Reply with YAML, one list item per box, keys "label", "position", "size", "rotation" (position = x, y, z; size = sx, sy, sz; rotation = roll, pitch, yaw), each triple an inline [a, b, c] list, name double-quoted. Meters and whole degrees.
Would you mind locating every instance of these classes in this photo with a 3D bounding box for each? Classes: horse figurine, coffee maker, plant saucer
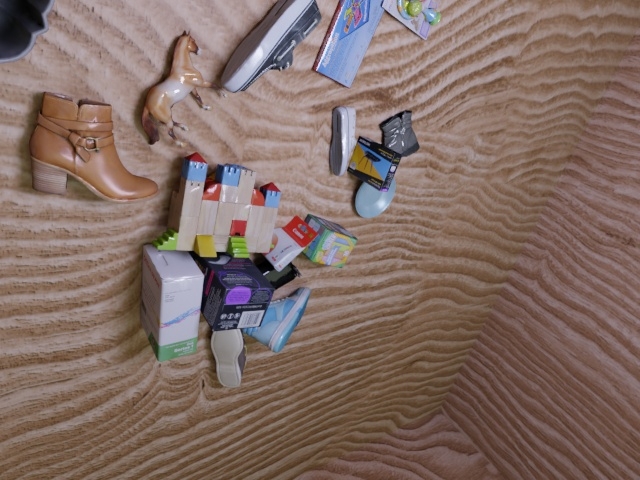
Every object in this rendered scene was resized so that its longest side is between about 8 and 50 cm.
- label: "horse figurine"
  position: [-0.347, -0.346, 1.008]
  size: [0.263, 0.066, 0.174]
  rotation: [-48, 142, -4]
- label: "coffee maker"
  position: [-0.181, 0.121, 1.394]
  size: [0.178, 0.171, 0.120]
  rotation: [-33, 96, -18]
- label: "plant saucer"
  position: [0.201, -0.180, 1.577]
  size: [0.195, 0.037, 0.194]
  rotation: [-20, 129, -27]

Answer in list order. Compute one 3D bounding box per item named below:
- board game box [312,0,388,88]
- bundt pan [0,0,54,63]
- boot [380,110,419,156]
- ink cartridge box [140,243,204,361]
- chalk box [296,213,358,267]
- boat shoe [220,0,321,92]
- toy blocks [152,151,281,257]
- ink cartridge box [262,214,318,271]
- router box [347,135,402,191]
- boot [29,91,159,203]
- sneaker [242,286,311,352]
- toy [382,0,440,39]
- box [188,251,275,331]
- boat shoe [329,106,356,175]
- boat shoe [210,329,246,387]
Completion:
- label: "board game box"
  position: [0.090, -0.604, 1.197]
  size: [0.145, 0.027, 0.281]
  rotation: [9, 113, -44]
- label: "bundt pan"
  position: [-0.621, -0.444, 0.647]
  size: [0.331, 0.124, 0.330]
  rotation: [-33, 148, -23]
- label: "boot"
  position: [0.240, -0.349, 1.475]
  size: [0.247, 0.083, 0.161]
  rotation: [-37, 125, -14]
- label: "ink cartridge box"
  position: [-0.437, 0.171, 1.200]
  size: [0.117, 0.201, 0.278]
  rotation: [-7, 122, -36]
- label: "chalk box"
  position: [0.000, 0.000, 1.477]
  size: [0.213, 0.132, 0.132]
  rotation: [16, 108, -42]
- label: "boat shoe"
  position: [-0.111, -0.489, 1.051]
  size: [0.335, 0.121, 0.119]
  rotation: [-49, 132, -2]
- label: "toy blocks"
  position: [-0.267, -0.105, 1.183]
  size: [0.382, 0.191, 0.260]
  rotation: [3, 106, -39]
- label: "ink cartridge box"
  position: [-0.116, -0.002, 1.373]
  size: [0.179, 0.145, 0.045]
  rotation: [-45, 138, -4]
- label: "router box"
  position: [0.179, -0.261, 1.399]
  size: [0.046, 0.179, 0.133]
  rotation: [-1, 119, -40]
- label: "boot"
  position: [-0.506, -0.210, 0.966]
  size: [0.284, 0.109, 0.220]
  rotation: [7, 111, -33]
- label: "sneaker"
  position: [-0.173, 0.248, 1.531]
  size: [0.319, 0.208, 0.127]
  rotation: [-53, 162, -54]
- label: "toy"
  position: [0.294, -0.718, 1.241]
  size: [0.237, 0.056, 0.136]
  rotation: [5, 107, -48]
- label: "box"
  position: [-0.284, 0.130, 1.241]
  size: [0.165, 0.270, 0.143]
  rotation: [6, 115, -40]
- label: "boat shoe"
  position: [0.084, -0.321, 1.350]
  size: [0.076, 0.083, 0.226]
  rotation: [-16, 127, -28]
- label: "boat shoe"
  position: [-0.328, 0.397, 1.523]
  size: [0.117, 0.096, 0.324]
  rotation: [6, 120, 5]
